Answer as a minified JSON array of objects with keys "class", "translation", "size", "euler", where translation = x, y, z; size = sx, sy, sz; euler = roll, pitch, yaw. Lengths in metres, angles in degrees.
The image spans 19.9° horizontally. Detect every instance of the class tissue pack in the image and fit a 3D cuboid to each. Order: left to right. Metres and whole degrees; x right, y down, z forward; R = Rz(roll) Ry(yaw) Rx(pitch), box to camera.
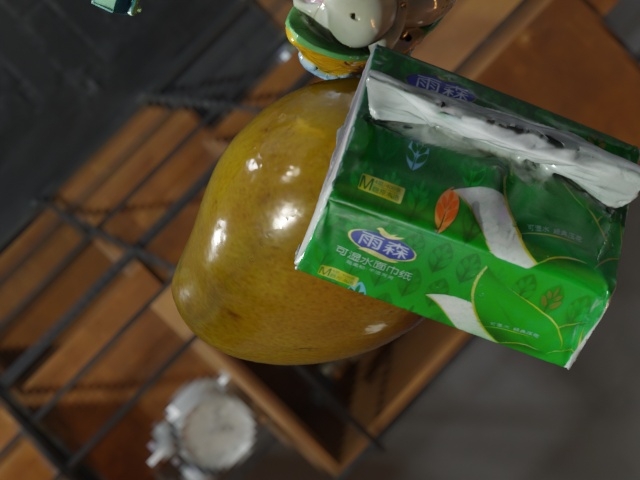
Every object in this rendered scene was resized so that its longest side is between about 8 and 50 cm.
[{"class":"tissue pack","translation":[0.112,-0.039,1.259],"size":[0.209,0.148,0.156],"euler":[21,139,-2]}]

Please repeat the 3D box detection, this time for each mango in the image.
[{"class":"mango","translation":[0.000,0.000,1.739],"size":[0.264,0.221,0.378],"euler":[16,144,-28]}]

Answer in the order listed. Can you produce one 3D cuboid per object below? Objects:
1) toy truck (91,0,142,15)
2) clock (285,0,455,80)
[{"class":"toy truck","translation":[-0.132,-0.267,1.467],"size":[0.067,0.175,0.081],"euler":[27,-165,36]},{"class":"clock","translation":[0.053,-0.229,1.735],"size":[0.103,0.231,0.144],"euler":[46,139,17]}]
